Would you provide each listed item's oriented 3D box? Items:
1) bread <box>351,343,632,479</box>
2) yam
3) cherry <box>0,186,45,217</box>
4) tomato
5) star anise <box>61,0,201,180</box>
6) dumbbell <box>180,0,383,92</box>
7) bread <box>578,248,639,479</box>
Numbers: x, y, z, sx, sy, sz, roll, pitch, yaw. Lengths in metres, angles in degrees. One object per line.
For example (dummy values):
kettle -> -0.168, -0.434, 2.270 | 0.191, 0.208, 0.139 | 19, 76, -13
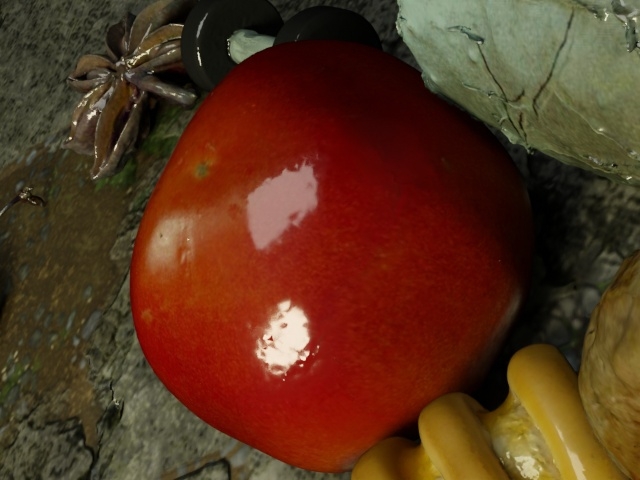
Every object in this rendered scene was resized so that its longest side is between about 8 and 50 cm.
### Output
bread -> 0.068, 0.186, 0.763 | 0.311, 0.121, 0.173 | -44, 38, 15
yam -> 0.212, -0.133, 0.723 | 0.241, 0.241, 0.348 | -57, 40, 1
cherry -> -0.386, 0.027, 1.414 | 0.225, 0.107, 0.090 | -29, 42, -1
tomato -> 0.000, 0.000, 0.885 | 0.298, 0.226, 0.299 | -28, 44, 30
star anise -> -0.186, -0.170, 1.335 | 0.212, 0.073, 0.197 | -39, 45, 19
dumbbell -> -0.036, -0.161, 1.141 | 0.191, 0.100, 0.100 | 24, 83, 52
bread -> 0.231, 0.073, 0.593 | 0.230, 0.230, 0.123 | 10, 51, 51
